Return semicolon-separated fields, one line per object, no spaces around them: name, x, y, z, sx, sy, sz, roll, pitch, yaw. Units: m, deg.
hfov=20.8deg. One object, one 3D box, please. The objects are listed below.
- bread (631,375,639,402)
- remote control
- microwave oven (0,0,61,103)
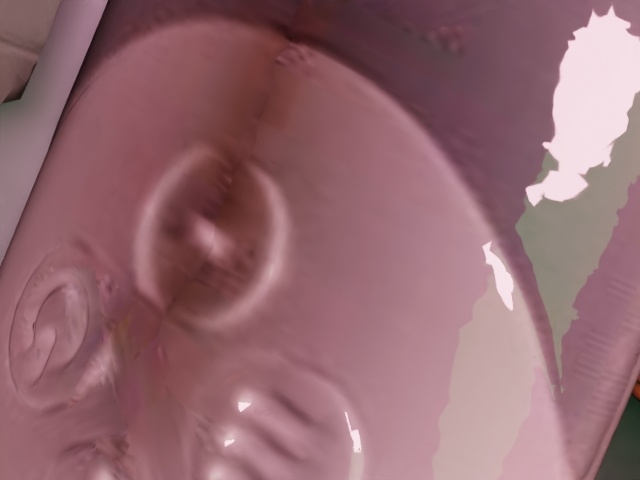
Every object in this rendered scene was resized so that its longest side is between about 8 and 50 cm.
bread;0.189;-0.026;0.533;0.123;0.190;0.244;29;97;7
remote control;0.000;0.000;0.525;0.221;0.103;0.332;25;93;34
microwave oven;-0.198;-0.190;0.441;0.295;0.181;0.237;23;95;15
